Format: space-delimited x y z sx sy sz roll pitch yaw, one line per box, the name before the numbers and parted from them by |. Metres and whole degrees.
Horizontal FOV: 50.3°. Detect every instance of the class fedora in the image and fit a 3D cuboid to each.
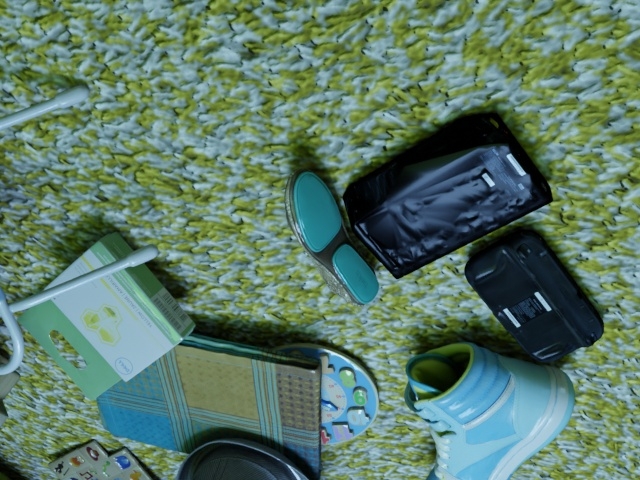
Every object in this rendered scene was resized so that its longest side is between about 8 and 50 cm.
fedora | -0.120 0.438 1.025 0.244 0.124 0.275 -2 112 15

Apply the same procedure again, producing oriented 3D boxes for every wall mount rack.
wall mount rack | -0.384 -0.026 0.814 0.304 0.130 0.350 -15 105 25

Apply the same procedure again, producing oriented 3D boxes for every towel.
towel | -0.177 0.241 1.034 0.370 0.040 0.271 9 128 11

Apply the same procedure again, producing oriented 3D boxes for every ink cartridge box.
ink cartridge box | -0.311 0.120 0.939 0.235 0.056 0.171 -37 97 21

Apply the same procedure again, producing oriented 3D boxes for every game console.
game console | 0.206 0.027 0.826 0.213 0.044 0.361 -29 116 29

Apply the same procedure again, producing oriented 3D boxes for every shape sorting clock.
shape sorting clock | -0.015 0.236 1.023 0.206 0.040 0.206 5 127 6

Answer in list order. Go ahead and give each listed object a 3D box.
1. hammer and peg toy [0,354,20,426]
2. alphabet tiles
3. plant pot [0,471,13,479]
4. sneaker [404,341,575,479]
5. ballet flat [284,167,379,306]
hammer and peg toy | -0.601 0.137 0.949 0.361 0.127 0.266 41 159 -19
alphabet tiles | -0.384 0.473 1.253 0.198 0.009 0.237 -29 106 19
plant pot | -0.638 0.592 1.240 0.367 0.366 0.353 -18 110 22
sneaker | 0.177 0.262 0.958 0.208 0.127 0.319 25 117 -11
ballet flat | 0.000 0.000 0.828 0.067 0.073 0.206 11 137 50
